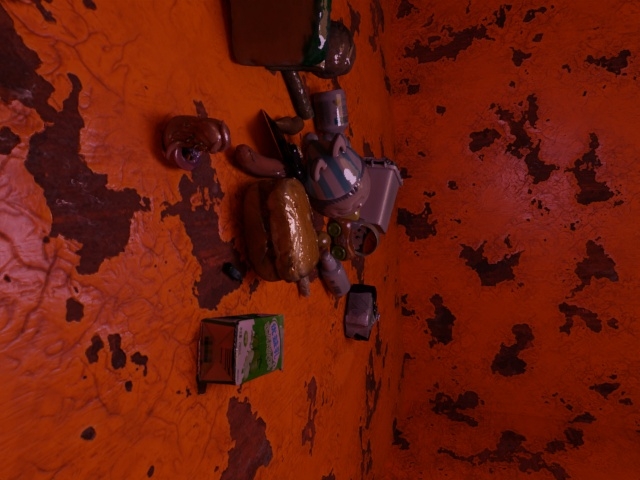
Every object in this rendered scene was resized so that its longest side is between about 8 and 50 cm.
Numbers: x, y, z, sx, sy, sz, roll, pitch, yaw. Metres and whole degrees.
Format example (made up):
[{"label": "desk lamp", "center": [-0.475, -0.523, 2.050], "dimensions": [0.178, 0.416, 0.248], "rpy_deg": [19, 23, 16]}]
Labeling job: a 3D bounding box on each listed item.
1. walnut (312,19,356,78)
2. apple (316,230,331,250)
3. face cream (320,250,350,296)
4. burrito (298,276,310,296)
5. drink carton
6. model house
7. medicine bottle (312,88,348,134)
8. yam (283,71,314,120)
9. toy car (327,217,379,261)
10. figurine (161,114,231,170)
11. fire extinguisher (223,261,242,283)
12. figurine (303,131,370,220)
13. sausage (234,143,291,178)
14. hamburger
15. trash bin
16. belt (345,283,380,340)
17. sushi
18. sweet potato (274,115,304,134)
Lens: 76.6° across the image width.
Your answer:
[{"label": "walnut", "center": [0.032, -0.716, 1.528], "dimensions": [0.224, 0.224, 0.225], "rpy_deg": [-1, 90, -69]}, {"label": "apple", "center": [0.000, 0.000, 1.614], "dimensions": [0.071, 0.083, 0.084], "rpy_deg": [54, 40, -44]}, {"label": "face cream", "center": [0.051, 0.131, 1.714], "dimensions": [0.252, 0.101, 0.101], "rpy_deg": [66, 31, -45]}, {"label": "burrito", "center": [-0.065, 0.136, 1.494], "dimensions": [0.055, 0.041, 0.149], "rpy_deg": [-65, 146, -73]}, {"label": "drink carton", "center": [-0.194, 0.279, 1.059], "dimensions": [0.271, 0.108, 0.161], "rpy_deg": [16, 74, -68]}, {"label": "model house", "center": [-0.067, -0.684, 1.141], "dimensions": [0.342, 0.334, 0.383], "rpy_deg": [-42, 138, -61]}, {"label": "medicine bottle", "center": [0.047, -0.504, 1.672], "dimensions": [0.135, 0.134, 0.216], "rpy_deg": [-48, 133, -60]}, {"label": "yam", "center": [-0.088, -0.549, 1.434], "dimensions": [0.274, 0.061, 0.061], "rpy_deg": [65, 31, -45]}, {"label": "toy car", "center": [0.159, -0.019, 1.836], "dimensions": [0.145, 0.234, 0.235], "rpy_deg": [-47, 133, -61]}, {"label": "figurine", "center": [-0.267, -0.217, 0.856], "dimensions": [0.114, 0.157, 0.126], "rpy_deg": [41, 53, -35]}, {"label": "fire extinguisher", "center": [-0.230, 0.086, 1.088], "dimensions": [0.083, 0.025, 0.038], "rpy_deg": [59, 13, -52]}, {"label": "figurine", "center": [0.063, -0.285, 1.409], "dimensions": [0.378, 0.266, 0.362], "rpy_deg": [113, -29, -69]}, {"label": "sausage", "center": [-0.164, -0.223, 1.199], "dimensions": [0.304, 0.078, 0.078], "rpy_deg": [-4, 93, -69]}, {"label": "hamburger", "center": [-0.108, -0.031, 1.201], "dimensions": [0.284, 0.174, 0.305], "rpy_deg": [-28, 116, -69]}, {"label": "trash bin", "center": [0.278, -0.239, 2.151], "dimensions": [0.296, 0.255, 0.368], "rpy_deg": [42, 59, -64]}, {"label": "belt", "center": [0.220, 0.364, 2.060], "dimensions": [0.184, 0.163, 0.289], "rpy_deg": [65, 34, -57]}, {"label": "sushi", "center": [-0.088, -0.274, 1.289], "dimensions": [0.193, 0.043, 0.280], "rpy_deg": [55, -10, 46]}, {"label": "sweet potato", "center": [-0.106, -0.393, 1.391], "dimensions": [0.218, 0.051, 0.065], "rpy_deg": [-39, 129, -63]}]
